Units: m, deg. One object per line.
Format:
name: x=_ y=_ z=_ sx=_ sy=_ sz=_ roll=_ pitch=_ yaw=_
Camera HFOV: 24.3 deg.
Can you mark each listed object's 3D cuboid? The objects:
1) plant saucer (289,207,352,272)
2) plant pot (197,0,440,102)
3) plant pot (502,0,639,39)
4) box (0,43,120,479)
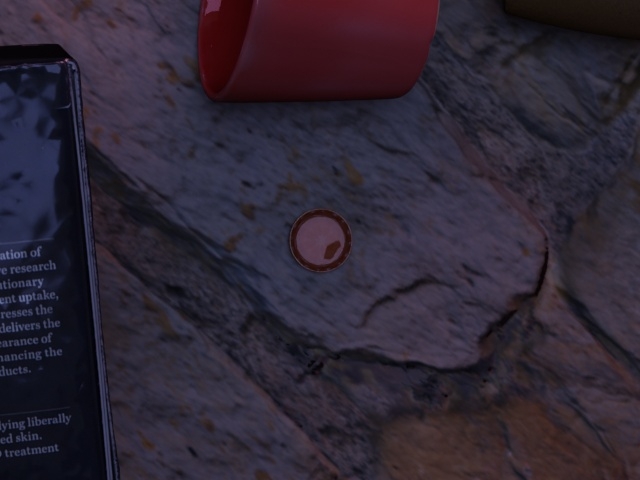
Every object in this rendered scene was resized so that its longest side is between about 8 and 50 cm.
plant saucer: x=0.000 y=0.000 z=1.929 sx=0.083 sy=0.013 sz=0.083 roll=0 pitch=89 yaw=-9
plant pot: x=-0.001 y=-0.288 z=1.831 sx=0.243 sy=0.275 sz=0.275 roll=8 pitch=86 yaw=-20
plant pot: x=0.360 y=-0.362 z=1.917 sx=0.254 sy=0.237 sz=0.237 roll=-4 pitch=88 yaw=6
box: x=-0.386 y=0.038 z=1.586 sx=0.297 sy=0.480 sz=0.472 roll=-4 pitch=100 yaw=-11
